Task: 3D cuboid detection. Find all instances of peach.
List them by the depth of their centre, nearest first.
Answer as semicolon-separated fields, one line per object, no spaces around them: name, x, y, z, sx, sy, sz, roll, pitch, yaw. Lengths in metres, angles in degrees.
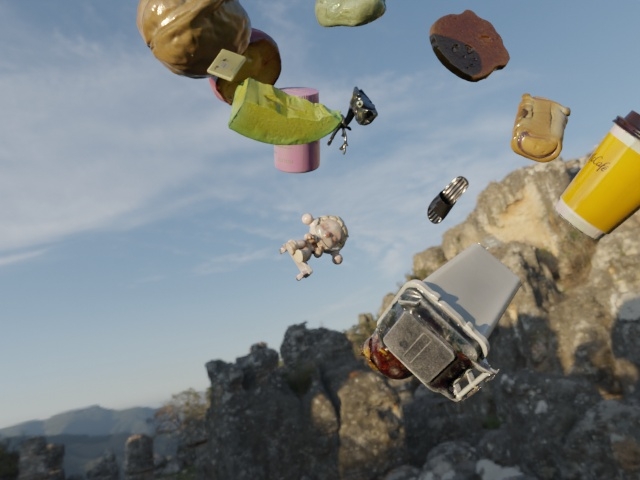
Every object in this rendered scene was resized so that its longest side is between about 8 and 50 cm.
peach;-0.307;-0.680;2.141;0.281;0.338;0.281;12;-39;9

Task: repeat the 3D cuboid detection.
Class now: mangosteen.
mangosteen;0.224;0.351;1.756;0.217;0.192;0.192;-6;-6;41

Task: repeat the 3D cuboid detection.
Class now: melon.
melon;-0.104;-0.373;1.634;0.323;0.196;0.124;14;-31;-14

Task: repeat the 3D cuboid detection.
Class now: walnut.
walnut;-0.429;-0.735;1.849;0.381;0.381;0.381;-12;-13;-3

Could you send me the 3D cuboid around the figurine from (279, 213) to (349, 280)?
figurine;0.001;0.008;1.796;0.257;0.182;0.144;-31;-27;-27

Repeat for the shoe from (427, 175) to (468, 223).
shoe;0.360;-0.118;1.553;0.159;0.062;0.053;-51;-15;15

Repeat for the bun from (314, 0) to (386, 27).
bun;0.090;-0.705;1.596;0.221;0.221;0.108;-13;-52;3

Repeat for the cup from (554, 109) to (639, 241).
cup;0.677;-0.143;1.227;0.196;0.196;0.279;2;-48;-46

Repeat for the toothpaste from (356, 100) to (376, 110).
toothpaste;0.127;-0.375;1.514;0.083;0.027;0.019;1;-56;-51

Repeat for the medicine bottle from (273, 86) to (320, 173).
medicine bottle;-0.089;-0.412;2.019;0.178;0.290;0.178;-1;26;0

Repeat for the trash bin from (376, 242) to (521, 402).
trash bin;0.367;0.199;1.429;0.368;0.296;0.256;-34;-21;-40

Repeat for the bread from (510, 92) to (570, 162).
bread;0.576;-0.298;1.430;0.134;0.225;0.081;20;-37;13

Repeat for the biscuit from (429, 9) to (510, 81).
biscuit;0.520;-0.688;1.918;0.257;0.273;0.049;-30;-8;-17

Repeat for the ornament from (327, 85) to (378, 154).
ornament;0.107;-0.405;1.946;0.080;0.202;0.236;17;-55;-28

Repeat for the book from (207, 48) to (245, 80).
book;-0.279;-0.525;1.620;0.077;0.111;0.014;21;-34;2
